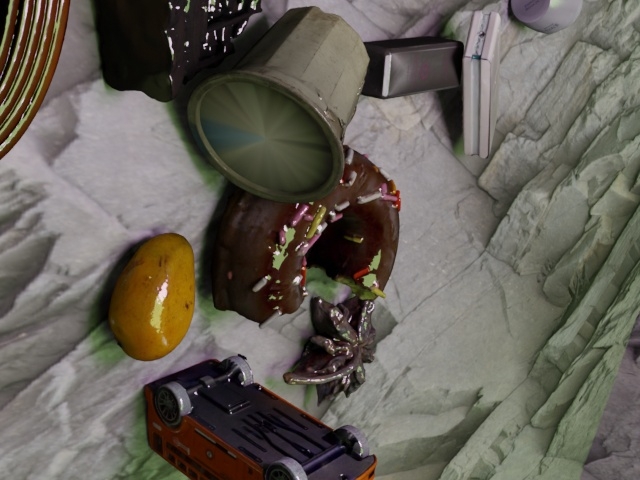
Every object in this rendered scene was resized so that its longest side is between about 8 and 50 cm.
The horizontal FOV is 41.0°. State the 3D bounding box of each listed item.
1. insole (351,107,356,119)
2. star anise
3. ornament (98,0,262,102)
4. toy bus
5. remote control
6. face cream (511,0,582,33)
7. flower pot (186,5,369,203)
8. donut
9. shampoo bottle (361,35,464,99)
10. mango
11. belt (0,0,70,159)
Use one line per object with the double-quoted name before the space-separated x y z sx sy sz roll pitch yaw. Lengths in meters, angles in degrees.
"insole" -0.012 -0.125 1.318 0.253 0.005 0.086 -61 142 -11
"star anise" 0.030 0.188 1.442 0.231 0.089 0.209 -56 134 -35
"ornament" -0.137 -0.308 1.021 0.260 0.106 0.251 -34 138 -49
"toy bus" -0.087 0.283 1.148 0.143 0.329 0.153 -17 121 -47
"remote control" 0.278 -0.265 1.495 0.277 0.055 0.103 71 31 -59
"face cream" 0.425 -0.451 1.612 0.104 0.117 0.117 -4 109 -42
"flower pot" -0.031 -0.184 1.109 0.202 0.212 0.212 -58 143 -37
"donut" 0.002 -0.021 1.273 0.345 0.136 0.259 -5 113 -50
"shampoo bottle" 0.152 -0.283 1.385 0.246 0.079 0.080 -19 121 -45
"mango" -0.213 0.073 1.096 0.115 0.089 0.165 -1 104 -52
"belt" -0.351 -0.226 0.774 0.217 0.122 0.338 1 107 -53
